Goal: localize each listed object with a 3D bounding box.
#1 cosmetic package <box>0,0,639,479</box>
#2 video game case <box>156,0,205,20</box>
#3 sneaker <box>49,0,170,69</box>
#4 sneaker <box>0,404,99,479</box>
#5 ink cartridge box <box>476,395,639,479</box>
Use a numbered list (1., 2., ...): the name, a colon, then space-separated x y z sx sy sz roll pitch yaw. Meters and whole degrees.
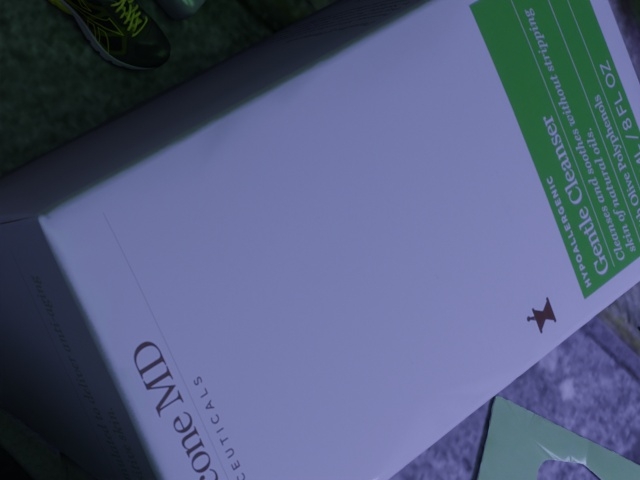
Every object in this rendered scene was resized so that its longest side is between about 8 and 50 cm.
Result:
1. cosmetic package: 0.000 0.000 0.835 0.365 0.155 0.197 -35 107 -37
2. video game case: -0.078 -0.249 0.895 0.183 0.023 0.201 48 59 -22
3. sneaker: -0.106 -0.116 0.844 0.083 0.035 0.031 37 63 -28
4. sneaker: -0.147 0.138 0.680 0.130 0.227 0.087 -46 151 -19
5. ink cartridge box: 0.150 0.228 0.981 0.171 0.056 0.235 28 69 -31
